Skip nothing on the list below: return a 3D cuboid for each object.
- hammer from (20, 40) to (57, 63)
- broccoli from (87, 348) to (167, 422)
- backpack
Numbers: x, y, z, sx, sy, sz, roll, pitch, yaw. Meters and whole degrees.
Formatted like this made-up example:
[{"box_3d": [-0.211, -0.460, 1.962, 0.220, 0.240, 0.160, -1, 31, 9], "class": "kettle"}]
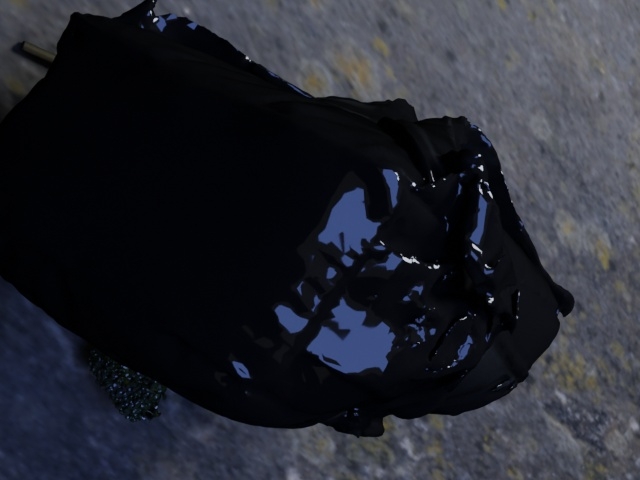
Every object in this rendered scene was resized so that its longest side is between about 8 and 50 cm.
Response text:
[{"box_3d": [-0.175, -0.126, 0.943, 0.110, 0.019, 0.036, 22, 91, -33], "class": "hammer"}, {"box_3d": [-0.144, 0.085, 1.003, 0.095, 0.097, 0.092, -47, 172, 11], "class": "broccoli"}, {"box_3d": [0.000, 0.000, 0.900, 0.255, 0.363, 0.445, -63, 150, 0], "class": "backpack"}]
